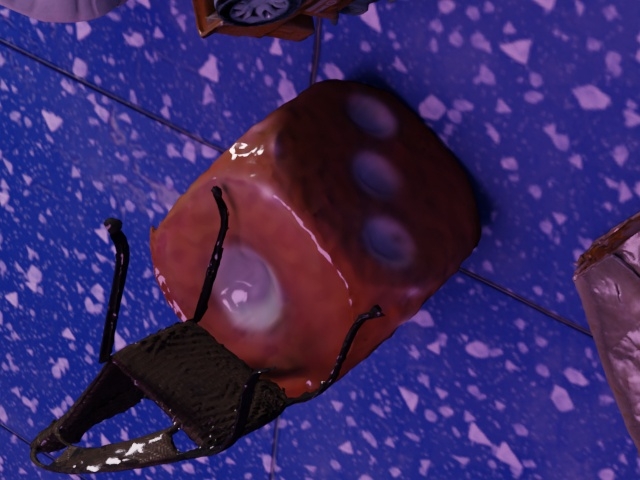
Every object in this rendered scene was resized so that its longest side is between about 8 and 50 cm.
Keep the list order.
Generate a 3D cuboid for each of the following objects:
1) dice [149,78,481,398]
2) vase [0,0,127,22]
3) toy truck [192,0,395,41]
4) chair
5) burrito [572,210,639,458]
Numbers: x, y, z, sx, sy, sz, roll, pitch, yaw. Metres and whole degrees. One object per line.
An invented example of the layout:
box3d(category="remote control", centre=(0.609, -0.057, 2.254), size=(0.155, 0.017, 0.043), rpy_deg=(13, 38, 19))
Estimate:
box3d(category="dice", centre=(0.000, 0.000, 1.077), size=(0.174, 0.179, 0.175), rpy_deg=(49, 133, 4))
box3d(category="vase", centre=(-0.150, -0.343, 0.947), size=(0.250, 0.250, 0.445), rpy_deg=(43, 141, 10))
box3d(category="toy truck", centre=(0.076, -0.232, 0.863), size=(0.338, 0.184, 0.132), rpy_deg=(-25, 69, 42))
box3d(category="chair", centre=(-0.091, 0.090, 0.968), size=(0.149, 0.174, 0.213), rpy_deg=(43, 124, 17))
box3d(category="burrito", centre=(0.233, 0.082, 1.011), size=(0.087, 0.060, 0.226), rpy_deg=(-8, 110, 38))
